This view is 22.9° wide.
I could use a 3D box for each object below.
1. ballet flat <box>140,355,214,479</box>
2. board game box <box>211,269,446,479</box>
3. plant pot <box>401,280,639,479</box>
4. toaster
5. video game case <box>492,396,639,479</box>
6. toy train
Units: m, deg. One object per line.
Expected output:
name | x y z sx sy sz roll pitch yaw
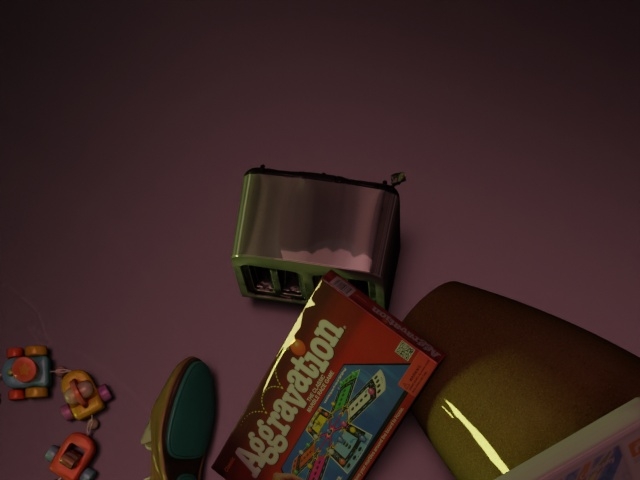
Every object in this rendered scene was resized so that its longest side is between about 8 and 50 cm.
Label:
ballet flat | -0.163 0.239 1.682 0.073 0.080 0.232 -6 74 34
board game box | 0.003 0.177 1.617 0.145 0.027 0.281 37 122 12
plant pot | 0.197 0.160 1.603 0.254 0.237 0.237 40 85 25
toaster | 0.000 0.000 1.655 0.168 0.186 0.110 7 69 5
video game case | 0.203 0.331 1.477 0.329 0.300 0.036 -29 36 -5
toy train | -0.299 0.186 1.715 0.166 0.046 0.125 35 84 10
